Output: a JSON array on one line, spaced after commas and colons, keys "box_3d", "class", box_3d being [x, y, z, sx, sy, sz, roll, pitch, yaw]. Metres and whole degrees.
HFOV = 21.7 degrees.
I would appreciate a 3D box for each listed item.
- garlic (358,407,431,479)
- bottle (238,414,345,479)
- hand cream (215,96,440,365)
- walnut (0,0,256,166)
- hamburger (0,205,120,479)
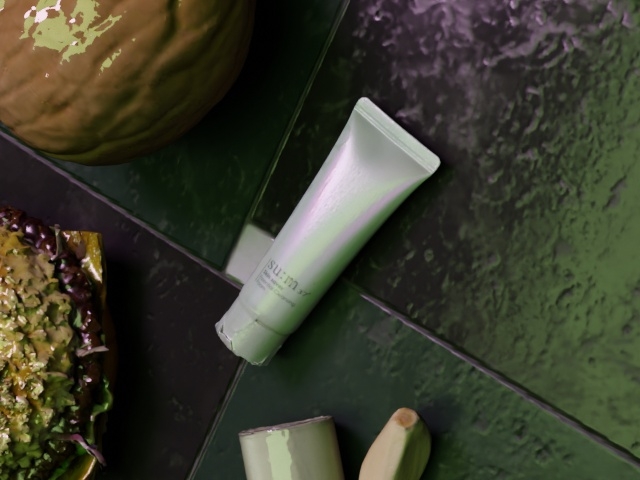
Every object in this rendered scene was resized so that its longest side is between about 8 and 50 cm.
[{"box_3d": [0.052, 0.151, 1.172, 0.041, 0.053, 0.083, 31, 119, 23], "class": "garlic"}, {"box_3d": [-0.007, 0.231, 1.198, 0.072, 0.072, 0.202, -13, 86, 28], "class": "bottle"}, {"box_3d": [0.000, 0.000, 1.201, 0.078, 0.050, 0.205, 42, 106, 21], "class": "hand cream"}, {"box_3d": [-0.148, -0.164, 1.187, 0.228, 0.228, 0.228, 1, 92, 28], "class": "walnut"}, {"box_3d": [-0.262, 0.091, 1.292, 0.261, 0.138, 0.243, -1, 90, 29], "class": "hamburger"}]
